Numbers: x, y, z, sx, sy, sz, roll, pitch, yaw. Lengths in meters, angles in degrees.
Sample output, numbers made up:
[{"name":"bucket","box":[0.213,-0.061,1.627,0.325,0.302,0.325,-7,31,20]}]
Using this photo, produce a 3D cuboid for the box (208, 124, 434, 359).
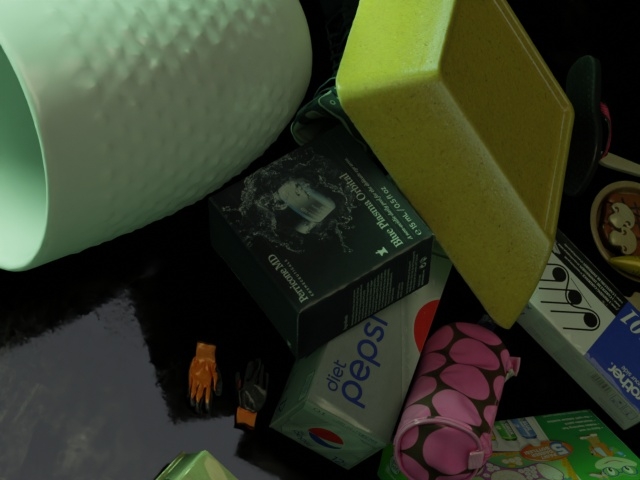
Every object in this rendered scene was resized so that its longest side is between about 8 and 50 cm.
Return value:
[{"name":"box","box":[0.000,0.000,1.867,0.158,0.093,0.156,-30,64,-18]}]

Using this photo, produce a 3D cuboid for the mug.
[{"name":"mug","box":[-0.208,-0.193,1.830,0.328,0.276,0.374,-22,76,-32]}]

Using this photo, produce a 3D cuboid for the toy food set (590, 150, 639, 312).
[{"name":"toy food set","box":[0.360,-0.012,2.175,0.132,0.038,0.192,16,61,-19]}]

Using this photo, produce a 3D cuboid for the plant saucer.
[{"name":"plant saucer","box":[0.158,-0.136,1.976,0.333,0.081,0.333,52,33,-28]}]

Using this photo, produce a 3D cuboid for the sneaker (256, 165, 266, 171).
[{"name":"sneaker","box":[-0.050,0.000,1.952,0.065,0.061,0.158,-8,71,-23]}]

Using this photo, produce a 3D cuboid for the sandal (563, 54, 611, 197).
[{"name":"sandal","box":[0.300,-0.126,2.185,0.040,0.067,0.179,26,55,-27]}]

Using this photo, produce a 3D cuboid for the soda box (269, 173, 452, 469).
[{"name":"soda box","box":[0.052,0.076,1.946,0.098,0.091,0.286,30,57,-12]}]

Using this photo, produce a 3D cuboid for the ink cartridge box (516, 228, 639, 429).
[{"name":"ink cartridge box","box":[0.286,0.092,2.085,0.207,0.046,0.097,45,56,-2]}]

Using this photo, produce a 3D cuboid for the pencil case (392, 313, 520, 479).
[{"name":"pencil case","box":[0.133,0.157,1.897,0.098,0.095,0.209,19,30,4]}]

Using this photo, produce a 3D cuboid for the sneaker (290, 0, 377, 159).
[{"name":"sneaker","box":[0.020,-0.187,2.057,0.163,0.086,0.226,-26,79,-34]}]

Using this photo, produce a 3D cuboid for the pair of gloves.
[{"name":"pair of gloves","box":[-0.089,0.139,1.895,0.083,0.010,0.074,20,60,-19]}]

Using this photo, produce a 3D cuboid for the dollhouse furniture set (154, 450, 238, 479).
[{"name":"dollhouse furniture set","box":[-0.157,0.309,1.734,0.212,0.161,0.242,44,78,-2]}]

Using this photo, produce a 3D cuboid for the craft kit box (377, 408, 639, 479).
[{"name":"craft kit box","box":[0.220,0.261,1.886,0.250,0.061,0.246,-5,34,-29]}]
